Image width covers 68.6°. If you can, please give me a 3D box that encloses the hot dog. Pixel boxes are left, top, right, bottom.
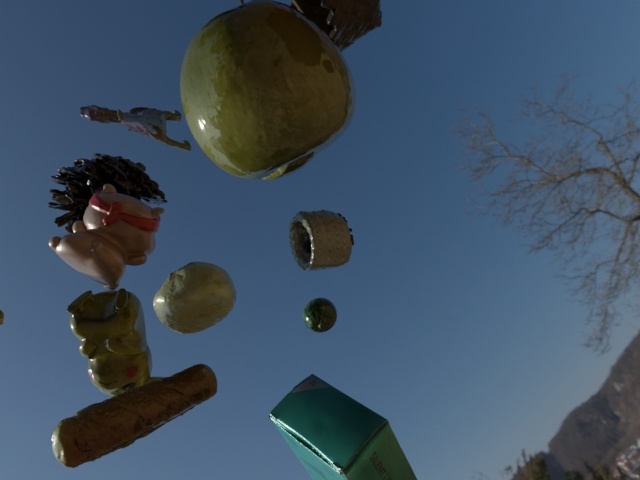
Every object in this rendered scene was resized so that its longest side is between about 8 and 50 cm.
[{"bbox_3d":[-0.285,0.272,0.771,0.061,0.088,0.285,-47,-16,31],"label":"hot dog"}]

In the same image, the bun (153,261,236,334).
[{"bbox_3d":[-0.261,0.114,0.969,0.164,0.111,0.188,-12,-32,-25],"label":"bun"}]

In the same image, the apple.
[{"bbox_3d":[-0.089,-0.238,0.776,0.291,0.292,0.254,-26,-86,-24],"label":"apple"}]

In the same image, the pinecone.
[{"bbox_3d":[-0.597,-0.114,1.317,0.295,0.242,0.298,-29,-3,-27],"label":"pinecone"}]

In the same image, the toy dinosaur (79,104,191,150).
[{"bbox_3d":[-0.344,-0.225,0.910,0.199,0.251,0.072,2,-68,-45],"label":"toy dinosaur"}]

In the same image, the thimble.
[{"bbox_3d":[0.000,0.000,0.899,0.090,0.115,0.102,-4,-17,-29],"label":"thimble"}]

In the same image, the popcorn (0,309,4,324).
[{"bbox_3d":[-0.725,0.148,1.003,0.084,0.084,0.084,-24,-44,-26],"label":"popcorn"}]

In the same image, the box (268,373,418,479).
[{"bbox_3d":[0.062,0.412,0.858,0.118,0.205,0.311,-43,-56,-28],"label":"box"}]

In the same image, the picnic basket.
[{"bbox_3d":[-0.035,-0.593,1.137,0.320,0.291,0.254,-30,-18,-5],"label":"picnic basket"}]

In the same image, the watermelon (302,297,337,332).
[{"bbox_3d":[-0.001,0.213,1.313,0.109,0.109,0.109,-24,-44,-26],"label":"watermelon"}]

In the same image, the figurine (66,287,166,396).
[{"bbox_3d":[-0.522,0.274,1.190,0.218,0.169,0.327,-1,-73,6],"label":"figurine"}]

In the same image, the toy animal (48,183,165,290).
[{"bbox_3d":[-0.432,-0.016,0.976,0.198,0.171,0.171,-62,-29,-32],"label":"toy animal"}]
